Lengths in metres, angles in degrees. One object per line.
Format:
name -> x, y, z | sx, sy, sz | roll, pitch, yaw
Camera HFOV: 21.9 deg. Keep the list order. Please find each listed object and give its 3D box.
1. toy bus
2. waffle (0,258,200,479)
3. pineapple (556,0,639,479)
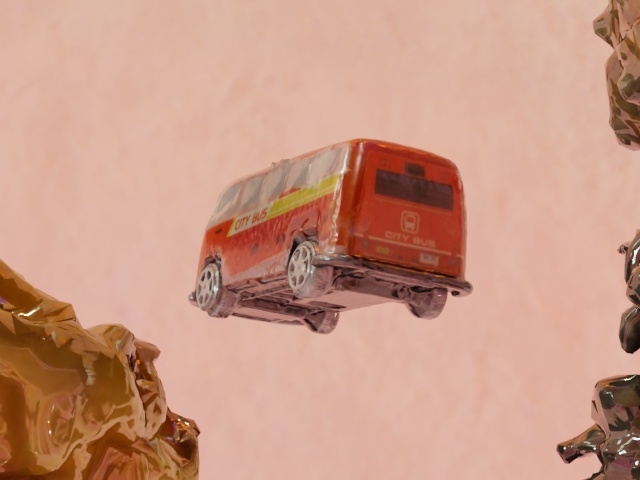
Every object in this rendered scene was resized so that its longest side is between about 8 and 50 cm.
toy bus -> 0.000, 0.000, 0.795 | 0.079, 0.174, 0.077 | 11, 78, -27
waffle -> -0.190, 0.064, 0.527 | 0.261, 0.324, 0.151 | 31, 72, -37
pineapple -> 0.154, -0.032, 0.459 | 0.202, 0.362, 0.202 | 18, 14, -5
